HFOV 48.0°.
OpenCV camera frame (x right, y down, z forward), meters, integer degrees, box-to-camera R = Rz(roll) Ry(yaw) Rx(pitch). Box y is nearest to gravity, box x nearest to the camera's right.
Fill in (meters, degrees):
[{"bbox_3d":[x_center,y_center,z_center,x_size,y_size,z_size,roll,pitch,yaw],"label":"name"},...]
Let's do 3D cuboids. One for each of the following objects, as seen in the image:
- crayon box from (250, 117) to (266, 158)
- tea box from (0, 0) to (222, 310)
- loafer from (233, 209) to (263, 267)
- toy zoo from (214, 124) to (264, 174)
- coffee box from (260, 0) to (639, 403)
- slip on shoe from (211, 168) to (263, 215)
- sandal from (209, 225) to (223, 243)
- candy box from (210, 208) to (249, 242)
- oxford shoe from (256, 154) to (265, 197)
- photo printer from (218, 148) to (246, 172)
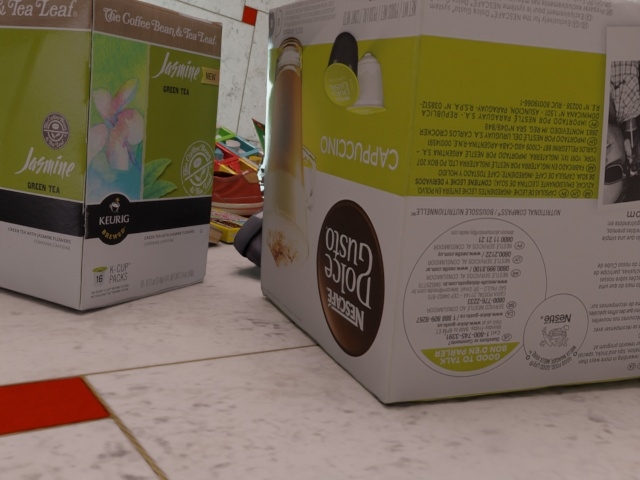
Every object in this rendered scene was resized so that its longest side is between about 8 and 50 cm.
[{"bbox_3d":[0.010,-0.194,1.632,0.319,0.081,0.202,17,34,-34],"label":"crayon box"},{"bbox_3d":[-0.317,-0.120,0.858,0.329,0.323,0.220,11,12,27],"label":"tea box"},{"bbox_3d":[0.000,0.000,1.050,0.095,0.109,0.303,47,31,20],"label":"loafer"},{"bbox_3d":[-0.229,-0.222,1.976,0.293,0.030,0.192,34,33,18],"label":"toy zoo"},{"bbox_3d":[0.150,-0.062,0.733,0.338,0.334,0.338,-1,13,-22],"label":"coffee box"},{"bbox_3d":[-0.272,-0.120,1.511,0.331,0.101,0.123,7,12,20],"label":"slip on shoe"},{"bbox_3d":[-0.253,-0.021,1.066,0.240,0.079,0.088,27,-4,-42],"label":"sandal"},{"bbox_3d":[-0.169,-0.028,1.254,0.105,0.027,0.206,1,11,-39],"label":"candy box"},{"bbox_3d":[-0.102,-0.151,1.652,0.130,0.132,0.363,5,13,-8],"label":"oxford shoe"},{"bbox_3d":[-0.377,-0.253,2.171,0.256,0.107,0.308,-3,13,-38],"label":"photo printer"}]
